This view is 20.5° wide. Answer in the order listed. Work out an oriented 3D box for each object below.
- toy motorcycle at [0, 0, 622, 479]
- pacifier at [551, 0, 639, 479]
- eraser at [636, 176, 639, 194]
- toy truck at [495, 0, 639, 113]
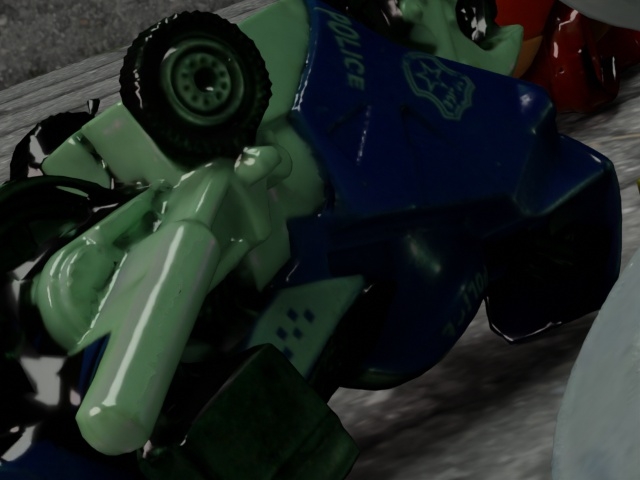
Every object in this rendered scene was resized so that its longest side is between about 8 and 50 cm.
[{"bbox_3d":[0.000,0.000,0.638,0.125,0.196,0.331,-31,13,47],"label":"toy motorcycle"},{"bbox_3d":[0.130,-0.039,0.434,0.287,0.226,0.238,-45,13,27],"label":"pacifier"},{"bbox_3d":[0.208,-0.027,0.731,0.122,0.045,0.097,-3,21,46],"label":"eraser"},{"bbox_3d":[0.088,-0.193,1.145,0.189,0.239,0.265,-13,14,23],"label":"toy truck"}]
